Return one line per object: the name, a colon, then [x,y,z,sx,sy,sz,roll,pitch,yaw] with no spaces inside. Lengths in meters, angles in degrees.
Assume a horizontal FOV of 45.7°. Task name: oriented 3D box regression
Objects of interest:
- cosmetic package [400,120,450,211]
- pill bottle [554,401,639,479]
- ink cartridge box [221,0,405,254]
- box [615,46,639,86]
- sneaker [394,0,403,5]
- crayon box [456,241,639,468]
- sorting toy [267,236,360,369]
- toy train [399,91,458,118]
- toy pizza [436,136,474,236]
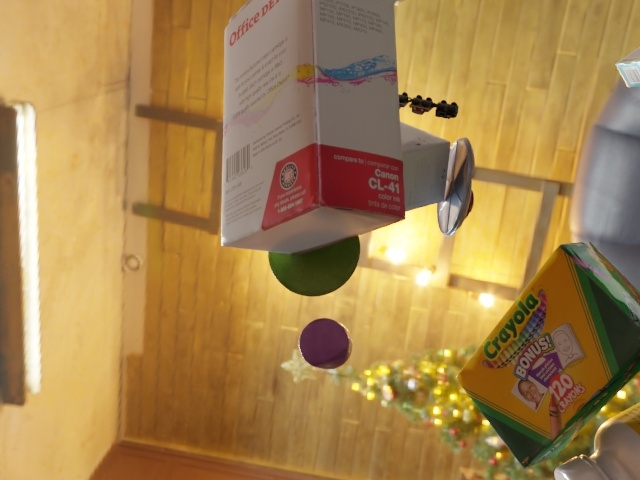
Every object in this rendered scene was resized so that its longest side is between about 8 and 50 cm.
cosmetic package: [0.100,-0.152,1.530,0.225,0.224,0.138,-19,-56,-33]
pill bottle: [0.494,0.288,1.005,0.187,0.334,0.188,63,177,6]
ink cartridge box: [-0.017,-0.153,0.919,0.226,0.131,0.306,-19,67,55]
box: [0.732,-0.403,1.534,0.060,0.244,0.100,56,180,-12]
sneaker: [0.040,-0.426,1.414,0.127,0.319,0.208,57,-145,-38]
crayon box: [0.323,0.158,1.036,0.165,0.081,0.278,54,131,34]
sorting toy: [0.000,0.000,1.073,0.126,0.127,0.365,43,-141,-72]
toy train: [0.199,-0.268,1.509,0.027,0.158,0.036,-46,-36,-44]
toy pizza: [0.274,-0.104,1.504,0.201,0.032,0.201,-171,90,-84]
